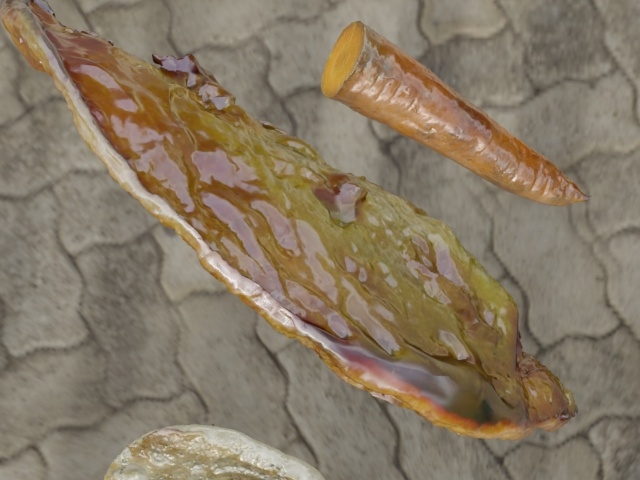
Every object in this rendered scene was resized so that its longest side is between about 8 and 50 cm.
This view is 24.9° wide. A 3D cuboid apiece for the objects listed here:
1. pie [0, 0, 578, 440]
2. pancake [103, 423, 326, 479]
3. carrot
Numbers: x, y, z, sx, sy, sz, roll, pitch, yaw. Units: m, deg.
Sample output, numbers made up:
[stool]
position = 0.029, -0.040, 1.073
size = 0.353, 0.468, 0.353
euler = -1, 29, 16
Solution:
[pie]
position = -0.002, 0.000, 0.353
size = 0.191, 0.088, 0.033
euler = 35, 111, -11
[pancake]
position = -0.053, 0.146, 0.808
size = 0.139, 0.139, 0.022
euler = 7, 53, 9
[carrot]
position = 0.101, -0.075, 1.027
size = 0.224, 0.057, 0.057
euler = 30, 76, -23
